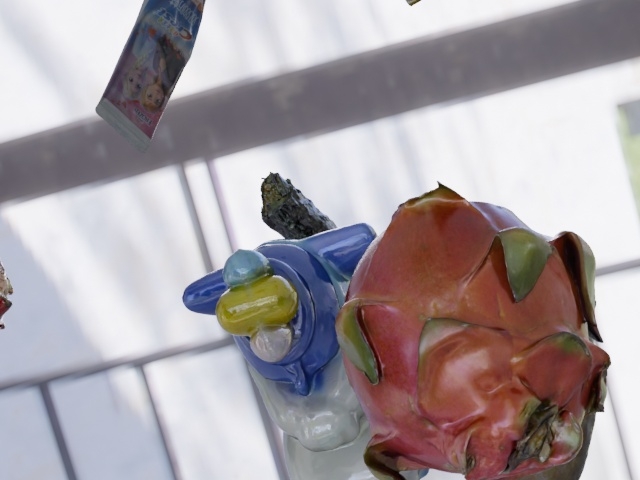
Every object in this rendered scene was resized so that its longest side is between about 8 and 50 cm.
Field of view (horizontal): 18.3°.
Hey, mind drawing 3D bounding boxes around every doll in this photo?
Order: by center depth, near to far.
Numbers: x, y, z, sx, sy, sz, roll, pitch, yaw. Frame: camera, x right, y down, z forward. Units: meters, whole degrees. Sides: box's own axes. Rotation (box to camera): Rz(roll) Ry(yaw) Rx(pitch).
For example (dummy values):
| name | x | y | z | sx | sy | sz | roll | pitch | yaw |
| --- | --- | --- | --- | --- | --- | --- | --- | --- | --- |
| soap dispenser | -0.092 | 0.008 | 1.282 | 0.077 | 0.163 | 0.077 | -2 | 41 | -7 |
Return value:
| name | x | y | z | sx | sy | sz | roll | pitch | yaw |
| --- | --- | --- | --- | --- | --- | --- | --- | --- | --- |
| doll | 0.014 | 0.119 | 1.874 | 0.187 | 0.366 | 0.376 | -31 | 21 | -9 |

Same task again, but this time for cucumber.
| name | x | y | z | sx | sy | sz | roll | pitch | yaw |
| --- | --- | --- | --- | --- | --- | --- | --- | --- | --- |
| cucumber | 0.000 | 0.000 | 2.067 | 0.053 | 0.181 | 0.053 | -35 | 29 | 23 |

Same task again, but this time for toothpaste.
| name | x | y | z | sx | sy | sz | roll | pitch | yaw |
| --- | --- | --- | --- | --- | --- | --- | --- | --- | --- |
| toothpaste | -0.194 | -0.240 | 2.399 | 0.061 | 0.096 | 0.266 | -3 | 57 | 41 |

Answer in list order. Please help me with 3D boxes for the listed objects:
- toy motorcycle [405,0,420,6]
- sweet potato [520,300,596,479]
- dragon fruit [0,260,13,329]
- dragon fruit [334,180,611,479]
| name | x | y | z | sx | sy | sz | roll | pitch | yaw |
| --- | --- | --- | --- | --- | --- | --- | --- | --- | --- |
| toy motorcycle | 0.049 | -0.282 | 1.574 | 0.094 | 0.229 | 0.130 | -28 | -34 | 17 |
| sweet potato | 0.206 | 0.177 | 1.833 | 0.085 | 0.112 | 0.286 | 16 | 68 | 30 |
| dragon fruit | -0.487 | 0.080 | 2.337 | 0.268 | 0.210 | 0.205 | -52 | 23 | 3 |
| dragon fruit | 0.122 | 0.082 | 1.538 | 0.224 | 0.227 | 0.224 | -15 | -19 | -5 |
